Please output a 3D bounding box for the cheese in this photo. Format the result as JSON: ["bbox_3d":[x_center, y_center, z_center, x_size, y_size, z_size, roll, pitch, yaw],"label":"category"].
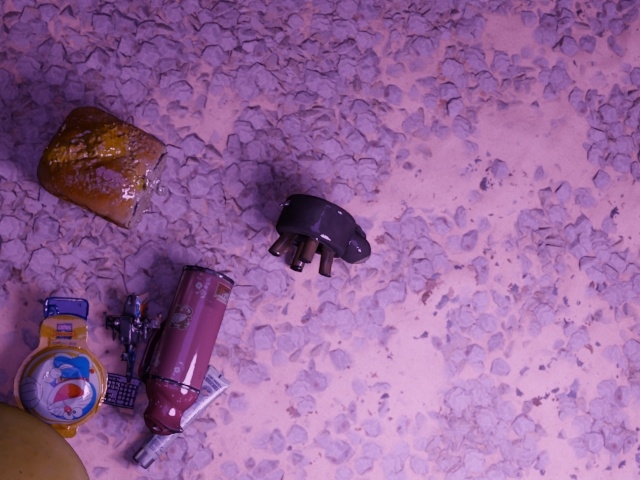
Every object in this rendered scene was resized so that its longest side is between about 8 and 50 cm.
[{"bbox_3d":[-0.500,0.245,1.721,0.177,0.069,0.270,3,82,-11],"label":"cheese"}]

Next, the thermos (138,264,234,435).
[{"bbox_3d":[-0.282,0.217,1.759,0.136,0.109,0.330,16,73,0],"label":"thermos"}]

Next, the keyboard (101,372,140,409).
[{"bbox_3d":[-0.462,0.284,1.766,0.198,0.010,0.063,14,78,-9],"label":"keyboard"}]

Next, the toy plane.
[{"bbox_3d":[-0.380,0.193,1.770,0.135,0.062,0.188,2,76,20],"label":"toy plane"}]

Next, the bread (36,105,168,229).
[{"bbox_3d":[-0.420,-0.146,1.772,0.246,0.176,0.195,26,77,-7],"label":"bread"}]

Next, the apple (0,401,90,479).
[{"bbox_3d":[-0.611,0.475,1.458,0.474,0.473,0.473,2,79,-12],"label":"apple"}]

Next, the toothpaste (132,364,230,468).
[{"bbox_3d":[-0.279,0.354,1.779,0.062,0.039,0.239,42,72,1],"label":"toothpaste"}]

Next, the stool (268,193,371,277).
[{"bbox_3d":[0.004,-0.001,1.849,0.228,0.153,0.139,23,75,-7],"label":"stool"}]
